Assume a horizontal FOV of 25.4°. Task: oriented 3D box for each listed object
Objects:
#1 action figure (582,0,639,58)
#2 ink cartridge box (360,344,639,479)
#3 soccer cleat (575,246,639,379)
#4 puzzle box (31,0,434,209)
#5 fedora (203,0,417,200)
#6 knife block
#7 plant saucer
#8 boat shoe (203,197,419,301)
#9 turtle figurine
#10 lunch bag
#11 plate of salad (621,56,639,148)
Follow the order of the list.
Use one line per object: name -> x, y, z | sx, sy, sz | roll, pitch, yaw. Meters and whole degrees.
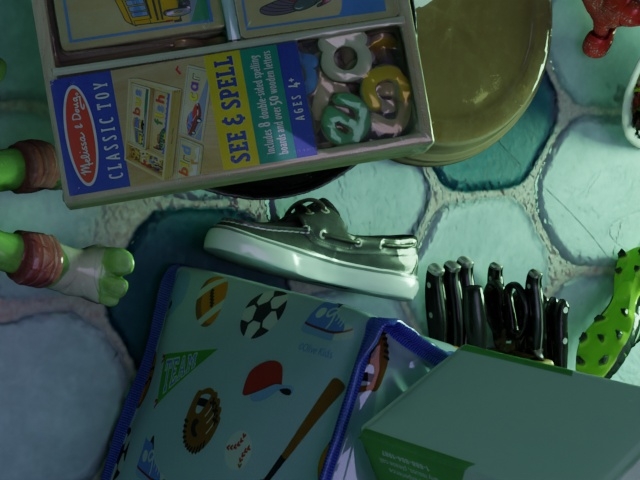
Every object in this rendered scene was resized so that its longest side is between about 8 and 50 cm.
action figure -> 0.353, -0.302, 1.414 | 0.139, 0.091, 0.280 | 5, 120, -47
ink cartridge box -> 0.169, 0.228, 0.951 | 0.117, 0.201, 0.278 | -36, 118, -30
soccer cleat -> 0.315, 0.086, 1.458 | 0.072, 0.060, 0.179 | 50, 55, -31
puzzle box -> -0.086, -0.243, 1.037 | 0.272, 0.052, 0.409 | -10, 86, -6
fedora -> -0.045, -0.188, 1.154 | 0.334, 0.152, 0.334 | -2, 97, -20
knife block -> 0.151, 0.164, 1.370 | 0.242, 0.088, 0.276 | 40, 76, -27
plant saucer -> 0.114, -0.206, 1.334 | 0.278, 0.041, 0.278 | -4, 98, -29
boat shoe -> 0.000, 0.000, 1.271 | 0.228, 0.080, 0.076 | 14, 83, -32
turtle figurine -> -0.238, -0.035, 1.037 | 0.266, 0.198, 0.275 | 7, 134, -47
lunch bag -> -0.026, 0.245, 1.141 | 0.239, 0.328, 0.385 | 23, 82, -32
plate of salad -> 0.387, -0.172, 1.449 | 0.200, 0.048, 0.200 | -27, 140, -25
